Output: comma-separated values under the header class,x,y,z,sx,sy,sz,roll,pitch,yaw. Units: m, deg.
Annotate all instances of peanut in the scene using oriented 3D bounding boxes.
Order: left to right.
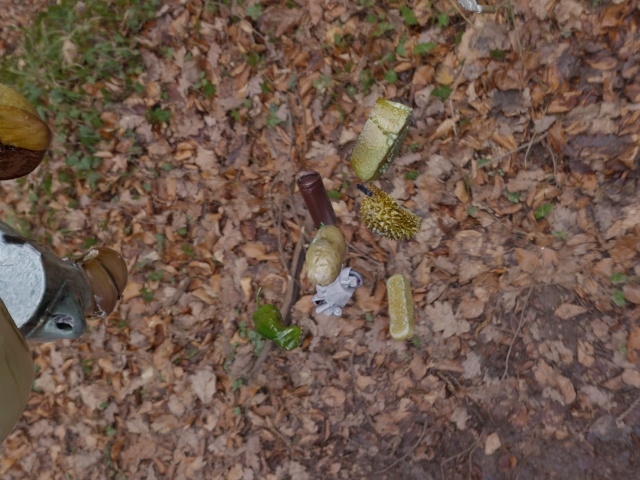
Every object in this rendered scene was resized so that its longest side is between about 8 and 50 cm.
class,x,y,z,sx,sy,sz,roll,pitch,yaw
peanut,0.011,0.025,0.972,0.080,0.175,0.080,5,124,7

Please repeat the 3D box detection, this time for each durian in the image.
class,x,y,z,sx,sy,sz,roll,pitch,yaw
durian,0.223,-0.065,1.558,0.183,0.249,0.138,-30,42,50

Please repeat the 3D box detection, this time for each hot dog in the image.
class,x,y,z,sx,sy,sz,roll,pitch,yaw
hot dog,0.279,0.231,1.622,0.084,0.073,0.243,-25,47,29

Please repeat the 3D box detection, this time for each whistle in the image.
class,x,y,z,sx,sy,sz,roll,pitch,yaw
whistle,-0.638,0.049,0.990,0.188,0.168,0.405,-27,75,-4

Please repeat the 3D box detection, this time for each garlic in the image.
class,x,y,z,sx,sy,sz,roll,pitch,yaw
garlic,-0.633,0.119,1.263,0.160,0.214,0.191,-13,103,10

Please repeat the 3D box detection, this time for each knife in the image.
class,x,y,z,sx,sy,sz,roll,pitch,yaw
knife,0.442,-0.670,1.345,0.017,0.297,0.047,-16,99,42

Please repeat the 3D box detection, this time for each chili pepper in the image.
class,x,y,z,sx,sy,sz,roll,pitch,yaw
chili pepper,-0.104,0.179,1.008,0.073,0.072,0.204,-38,28,-13

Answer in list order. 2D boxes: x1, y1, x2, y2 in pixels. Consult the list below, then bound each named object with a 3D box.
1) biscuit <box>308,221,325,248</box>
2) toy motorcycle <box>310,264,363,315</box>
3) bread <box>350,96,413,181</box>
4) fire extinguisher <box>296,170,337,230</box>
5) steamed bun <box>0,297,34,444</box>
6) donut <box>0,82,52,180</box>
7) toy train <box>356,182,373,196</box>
class,x,y,z,sx,sy,sz,roll,pitch,yaw
biscuit,0.000,0.000,1.215,0.046,0.016,0.089,44,122,24
toy motorcycle,0.039,0.164,1.670,0.170,0.110,0.260,35,133,1
bread,0.192,-0.308,1.474,0.124,0.186,0.257,29,106,17
fire extinguisher,-0.001,-0.119,1.761,0.104,0.105,0.269,-4,128,25
steamed bun,-0.539,0.188,0.644,0.272,0.273,0.291,21,139,30
donut,-0.504,-0.166,0.713,0.184,0.166,0.074,-47,58,49
toy train,0.131,-0.152,1.409,0.017,0.017,0.083,-65,30,15
